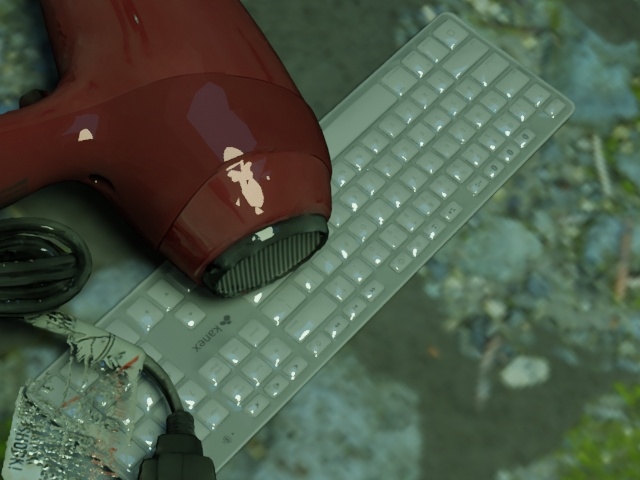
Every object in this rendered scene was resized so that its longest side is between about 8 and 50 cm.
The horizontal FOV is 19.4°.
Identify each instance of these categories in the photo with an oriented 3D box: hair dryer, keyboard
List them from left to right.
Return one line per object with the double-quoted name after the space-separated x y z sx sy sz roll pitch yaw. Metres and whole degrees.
-0.098 -0.034 0.646 0.224 0.080 0.293 25 51 -19 "hair dryer"
0.000 0.000 0.725 0.072 0.014 0.256 41 60 9 "keyboard"
